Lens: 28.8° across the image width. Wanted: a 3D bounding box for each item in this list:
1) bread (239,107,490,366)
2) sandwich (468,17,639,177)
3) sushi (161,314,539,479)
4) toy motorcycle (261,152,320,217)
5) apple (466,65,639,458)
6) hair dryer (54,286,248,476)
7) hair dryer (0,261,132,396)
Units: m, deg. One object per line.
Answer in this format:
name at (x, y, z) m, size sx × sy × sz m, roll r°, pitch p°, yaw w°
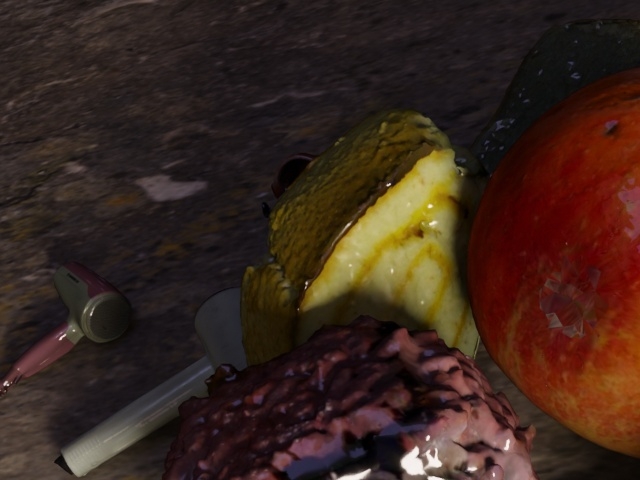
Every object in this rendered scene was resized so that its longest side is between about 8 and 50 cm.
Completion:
bread at (0.049, 0.025, 1.014) m, size 0.124 × 0.186 × 0.257 m, roll 14°, pitch 77°, yaw 56°
sandwich at (0.279, -0.085, 1.077) m, size 0.301 × 0.099 × 0.271 m, roll 5°, pitch 56°, yaw 43°
sushi at (0.028, 0.193, 0.857) m, size 0.270 × 0.236 × 0.171 m, roll -22°, pitch 17°, yaw 5°
toy motorcycle at (0.000, 0.000, 1.147) m, size 0.084 × 0.118 × 0.212 m, roll -22°, pitch 41°, yaw 20°
apple at (0.217, 0.018, 0.874) m, size 0.163 × 0.251 × 0.293 m, roll -6°, pitch 43°, yaw -48°
hair dryer at (-0.133, 0.147, 1.106) m, size 0.236 × 0.073 × 0.131 m, roll -29°, pitch 42°, yaw 1°
hair dryer at (-0.269, 0.095, 1.246) m, size 0.154 × 0.054 × 0.106 m, roll -45°, pitch 40°, yaw -14°
